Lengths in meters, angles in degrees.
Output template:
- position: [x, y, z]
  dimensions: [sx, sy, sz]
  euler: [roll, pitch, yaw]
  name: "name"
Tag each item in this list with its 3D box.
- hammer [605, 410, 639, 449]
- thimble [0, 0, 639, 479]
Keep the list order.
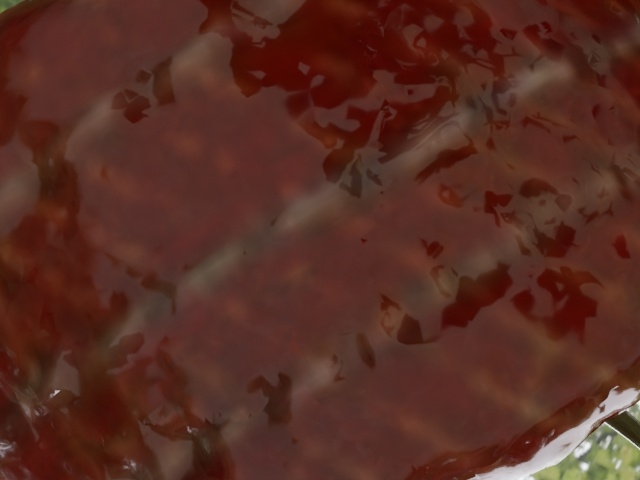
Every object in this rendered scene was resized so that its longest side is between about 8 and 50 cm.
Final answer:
- position: [0.213, 0.132, 0.873]
  dimensions: [0.062, 0.013, 0.199]
  euler: [-19, -159, -12]
  name: "hammer"
- position: [0.000, 0.000, 0.521]
  dimensions: [0.350, 0.350, 0.231]
  euler: [-29, -97, -19]
  name: "thimble"
